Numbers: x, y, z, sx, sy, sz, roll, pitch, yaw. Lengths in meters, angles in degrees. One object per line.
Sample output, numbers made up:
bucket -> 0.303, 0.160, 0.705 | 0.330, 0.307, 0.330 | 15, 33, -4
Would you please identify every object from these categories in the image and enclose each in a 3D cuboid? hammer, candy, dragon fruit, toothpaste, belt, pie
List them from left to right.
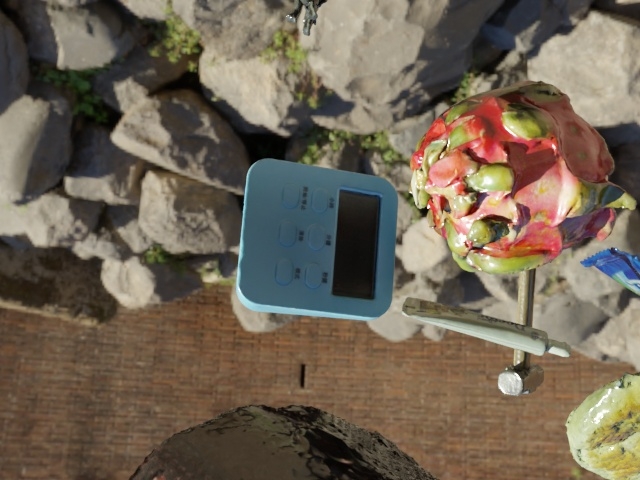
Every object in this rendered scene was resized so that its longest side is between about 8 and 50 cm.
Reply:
belt -> -0.001, 0.212, 0.466 | 0.164, 0.184, 0.289 | 25, -177, 32
toothpaste -> 0.246, 0.131, 1.108 | 0.255, 0.037, 0.067 | 15, -158, 5
dragon fruit -> 0.254, -0.077, 0.960 | 0.303, 0.231, 0.237 | -6, 157, -47
hammer -> 0.343, 0.070, 1.226 | 0.043, 0.365, 0.111 | 4, 180, 36
pie -> 0.543, 0.301, 1.177 | 0.297, 0.078, 0.371 | -3, 139, 6
candy -> 0.647, 0.090, 1.327 | 0.331, 0.077, 0.187 | 27, 170, 7

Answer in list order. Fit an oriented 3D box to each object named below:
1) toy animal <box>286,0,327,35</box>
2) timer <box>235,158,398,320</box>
toy animal -> -0.032, -0.716, 2.192 | 0.115, 0.146, 0.245 | 14, 151, -3
timer -> 0.000, 0.000, 1.150 | 0.250, 0.231, 0.091 | 5, 169, -8
